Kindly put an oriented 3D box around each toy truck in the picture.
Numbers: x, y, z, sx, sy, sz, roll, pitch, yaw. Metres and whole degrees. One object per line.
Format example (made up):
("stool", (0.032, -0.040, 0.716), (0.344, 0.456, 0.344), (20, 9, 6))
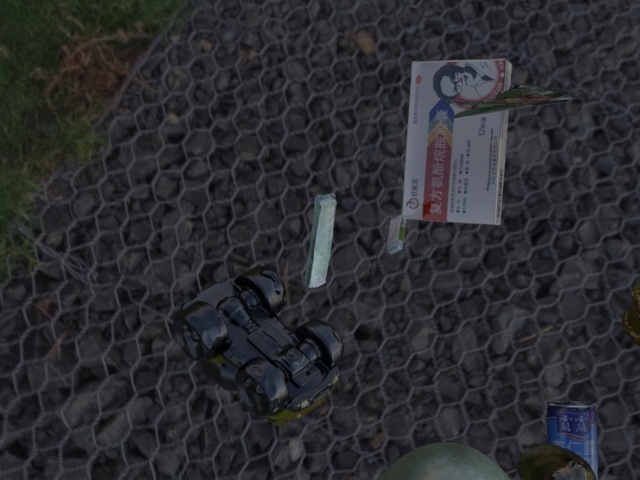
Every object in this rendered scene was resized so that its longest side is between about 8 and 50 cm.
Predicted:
("toy truck", (-0.087, 0.155, 1.071), (0.224, 0.165, 0.147), (38, 48, 22))

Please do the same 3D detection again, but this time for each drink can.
("drink can", (0.487, 0.432, 1.573), (0.097, 0.097, 0.235), (2, 83, -8))

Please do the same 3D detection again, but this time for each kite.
("kite", (0.347, -0.255, 1.486), (0.268, 0.013, 0.323), (4, 21, 34))

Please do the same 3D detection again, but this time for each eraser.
("eraser", (0.165, -0.013, 1.766), (0.019, 0.038, 0.083), (29, 56, -28))

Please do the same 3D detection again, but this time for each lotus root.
("lotus root", (0.355, 0.355, 1.222), (0.089, 0.179, 0.080), (-22, 93, -9))

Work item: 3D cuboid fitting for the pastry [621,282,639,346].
("pastry", (0.759, 0.180, 1.785), (0.189, 0.103, 0.188), (11, 32, -7))

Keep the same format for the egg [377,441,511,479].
("egg", (0.164, 0.450, 1.093), (0.259, 0.258, 0.351), (0, 94, -9))

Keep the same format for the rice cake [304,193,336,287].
("rice cake", (0.000, 0.000, 1.616), (0.043, 0.210, 0.034), (-5, 30, -23))

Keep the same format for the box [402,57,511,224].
("box", (0.297, -0.215, 1.781), (0.214, 0.069, 0.352), (5, 91, 27))
